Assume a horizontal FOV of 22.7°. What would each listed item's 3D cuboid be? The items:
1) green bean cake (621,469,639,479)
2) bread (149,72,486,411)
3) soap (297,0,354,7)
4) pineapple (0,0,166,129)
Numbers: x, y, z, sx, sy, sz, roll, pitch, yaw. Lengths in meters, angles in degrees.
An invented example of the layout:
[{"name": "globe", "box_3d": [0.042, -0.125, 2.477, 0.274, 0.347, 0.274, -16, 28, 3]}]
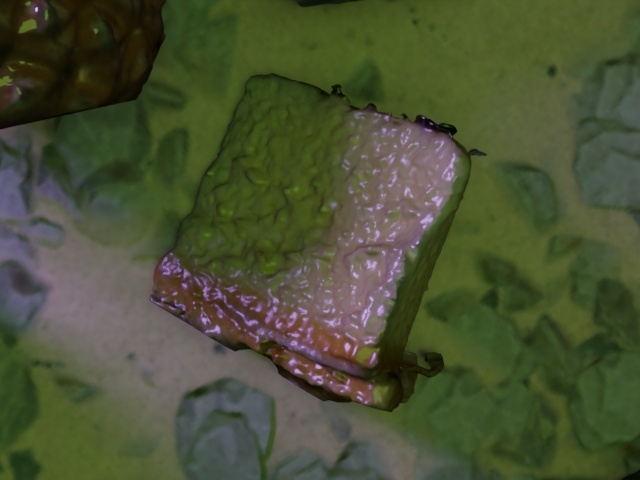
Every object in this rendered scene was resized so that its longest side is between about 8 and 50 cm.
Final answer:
[{"name": "green bean cake", "box_3d": [0.186, 0.221, 0.816, 0.183, 0.094, 0.185, -33, 92, -5]}, {"name": "bread", "box_3d": [0.000, 0.000, 0.772, 0.152, 0.127, 0.147, 20, 89, 8]}, {"name": "soap", "box_3d": [0.020, -0.220, 0.777, 0.114, 0.063, 0.198, -8, 94, -7]}, {"name": "pineapple", "box_3d": [-0.162, -0.213, 0.684, 0.169, 0.169, 0.341, -10, 103, -8]}]
